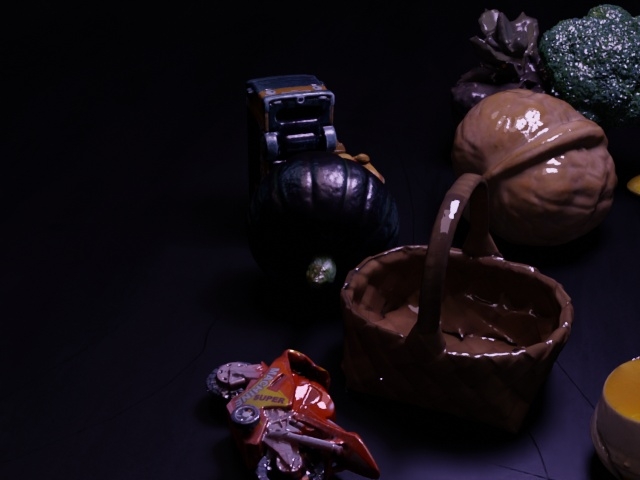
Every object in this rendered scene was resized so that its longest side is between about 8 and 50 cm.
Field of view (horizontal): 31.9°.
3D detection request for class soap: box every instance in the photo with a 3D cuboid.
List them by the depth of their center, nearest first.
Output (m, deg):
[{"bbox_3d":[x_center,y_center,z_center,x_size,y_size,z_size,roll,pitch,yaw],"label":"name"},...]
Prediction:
[{"bbox_3d":[0.671,-0.115,2.184,0.168,0.033,0.089,-20,38,-32],"label":"soap"}]

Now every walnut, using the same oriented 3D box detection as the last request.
[{"bbox_3d":[0.367,-0.127,1.969,0.285,0.285,0.296,-21,72,-33],"label":"walnut"}]

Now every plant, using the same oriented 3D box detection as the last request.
[{"bbox_3d":[0.372,-0.298,2.218,0.213,0.312,0.215,13,30,15],"label":"plant"}]

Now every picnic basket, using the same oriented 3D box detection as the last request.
[{"bbox_3d":[0.191,0.060,1.578,0.337,0.337,0.293,12,32,19],"label":"picnic basket"}]

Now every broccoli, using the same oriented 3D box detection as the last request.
[{"bbox_3d":[0.554,-0.320,2.138,0.269,0.254,0.269,-9,-10,-2],"label":"broccoli"}]

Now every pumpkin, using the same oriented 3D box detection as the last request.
[{"bbox_3d":[0.000,0.000,1.757,0.247,0.248,0.248,1,30,-1],"label":"pumpkin"}]

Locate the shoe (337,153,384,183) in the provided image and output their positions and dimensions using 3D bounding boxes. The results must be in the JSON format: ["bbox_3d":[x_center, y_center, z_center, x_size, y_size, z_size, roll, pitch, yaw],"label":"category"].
[{"bbox_3d":[0.070,-0.134,2.150,0.069,0.072,0.109,10,37,-56],"label":"shoe"}]

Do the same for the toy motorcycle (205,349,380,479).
[{"bbox_3d":[-0.044,0.236,1.484,0.171,0.089,0.298,-10,32,-20],"label":"toy motorcycle"}]

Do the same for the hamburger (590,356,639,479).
[{"bbox_3d":[0.497,0.238,1.452,0.295,0.152,0.227,-14,27,-11],"label":"hamburger"}]

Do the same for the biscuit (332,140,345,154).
[{"bbox_3d":[0.012,-0.196,2.316,0.092,0.016,0.082,20,34,32],"label":"biscuit"}]

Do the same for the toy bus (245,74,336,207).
[{"bbox_3d":[-0.055,-0.151,1.974,0.138,0.275,0.167,-8,30,-16],"label":"toy bus"}]
